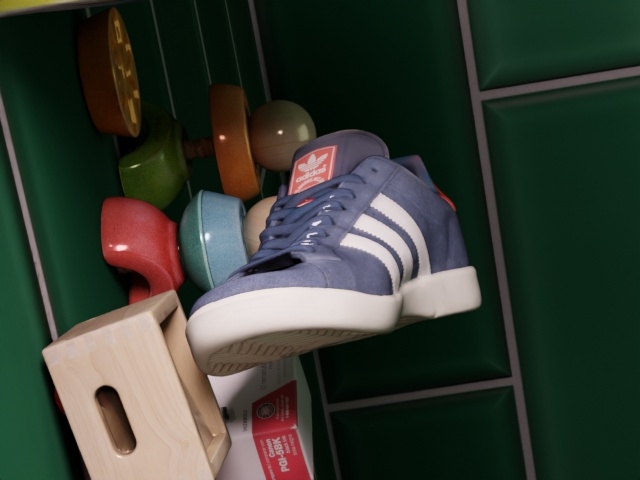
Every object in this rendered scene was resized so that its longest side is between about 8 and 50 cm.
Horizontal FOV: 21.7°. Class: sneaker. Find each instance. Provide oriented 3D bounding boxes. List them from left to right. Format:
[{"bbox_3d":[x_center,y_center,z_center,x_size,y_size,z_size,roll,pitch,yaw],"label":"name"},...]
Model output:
[{"bbox_3d":[0.000,0.000,1.146,0.350,0.131,0.148,-7,82,-68],"label":"sneaker"}]

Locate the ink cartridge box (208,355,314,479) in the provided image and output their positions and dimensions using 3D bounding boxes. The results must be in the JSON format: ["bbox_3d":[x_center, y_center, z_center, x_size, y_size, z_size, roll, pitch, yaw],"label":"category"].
[{"bbox_3d":[-0.077,0.132,1.182,0.099,0.135,0.056,-93,170,-56],"label":"ink cartridge box"}]

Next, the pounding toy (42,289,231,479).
[{"bbox_3d":[-0.120,0.119,1.034,0.130,0.100,0.141,-60,130,-84],"label":"pounding toy"}]

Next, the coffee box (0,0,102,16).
[{"bbox_3d":[-0.054,-0.336,1.082,0.334,0.337,0.338,-65,146,-80],"label":"coffee box"}]

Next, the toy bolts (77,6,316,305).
[{"bbox_3d":[-0.086,-0.065,1.296,0.218,0.158,0.228,76,7,-51],"label":"toy bolts"}]
